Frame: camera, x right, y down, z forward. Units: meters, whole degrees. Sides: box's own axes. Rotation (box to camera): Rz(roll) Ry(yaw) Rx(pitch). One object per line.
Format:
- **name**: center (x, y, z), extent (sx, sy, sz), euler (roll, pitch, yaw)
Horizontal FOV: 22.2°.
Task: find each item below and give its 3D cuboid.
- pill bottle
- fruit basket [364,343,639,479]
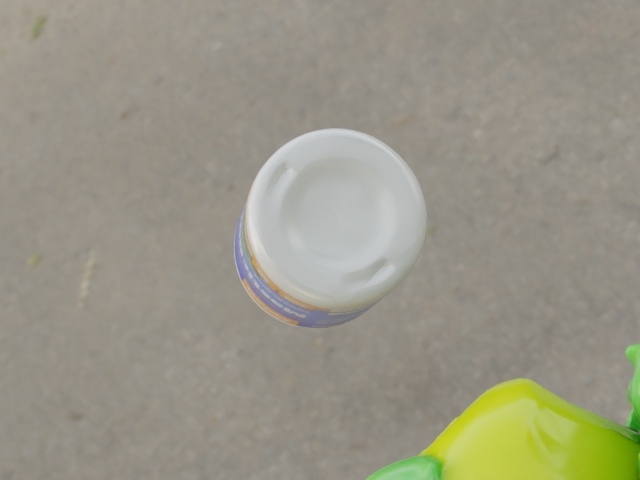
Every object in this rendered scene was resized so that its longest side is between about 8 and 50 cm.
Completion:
- **pill bottle**: center (0.000, 0.000, 1.459), extent (0.152, 0.152, 0.272), euler (-53, 0, -11)
- **fruit basket**: center (0.212, 0.159, 1.139), extent (0.392, 0.392, 0.283), euler (-13, 46, 35)
